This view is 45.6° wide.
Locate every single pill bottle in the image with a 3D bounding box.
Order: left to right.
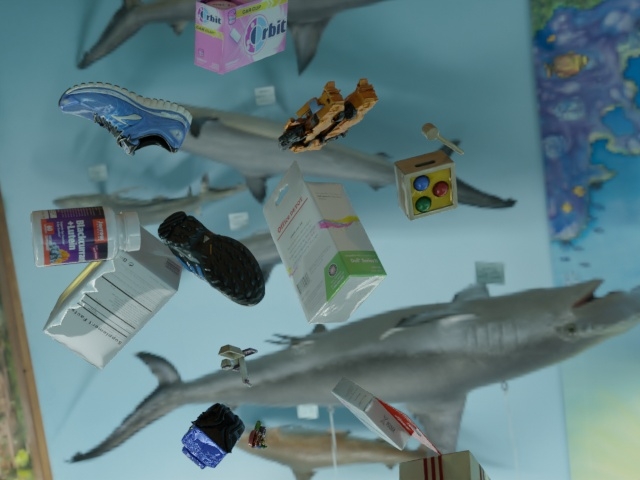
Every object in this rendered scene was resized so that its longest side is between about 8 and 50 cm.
[{"bbox_3d":[-0.449,-0.011,1.457,0.193,0.108,0.108,-6,-173,-22],"label":"pill bottle"}]

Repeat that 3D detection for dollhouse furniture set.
[{"bbox_3d":[-0.196,0.281,1.659,0.091,0.081,0.114,-21,155,19],"label":"dollhouse furniture set"}]

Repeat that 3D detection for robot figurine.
[{"bbox_3d":[0.010,-0.310,1.944,0.211,0.085,0.291,-12,169,-34],"label":"robot figurine"}]

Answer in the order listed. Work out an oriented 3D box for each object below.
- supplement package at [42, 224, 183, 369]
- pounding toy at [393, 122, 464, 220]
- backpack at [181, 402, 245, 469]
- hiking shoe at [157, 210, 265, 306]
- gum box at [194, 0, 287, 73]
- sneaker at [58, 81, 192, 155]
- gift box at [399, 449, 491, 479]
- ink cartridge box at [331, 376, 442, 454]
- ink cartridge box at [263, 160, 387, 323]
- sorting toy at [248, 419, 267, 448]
[{"bbox_3d":[-0.491,0.128,1.825,0.293,0.175,0.177,-44,-159,16],"label":"supplement package"},{"bbox_3d":[0.277,-0.172,1.826,0.181,0.206,0.094,-15,-149,-8],"label":"pounding toy"},{"bbox_3d":[-0.219,0.390,1.531,0.101,0.098,0.120,-44,-179,25],"label":"backpack"},{"bbox_3d":[-0.222,0.049,1.669,0.113,0.132,0.304,-44,-118,-14],"label":"hiking shoe"},{"bbox_3d":[-0.128,-0.363,1.291,0.062,0.107,0.188,25,-143,24],"label":"gum box"},{"bbox_3d":[-0.502,-0.301,1.936,0.330,0.147,0.130,13,167,-10],"label":"sneaker"},{"bbox_3d":[0.339,0.756,2.105,0.255,0.276,0.258,-22,-140,25],"label":"gift box"},{"bbox_3d":[0.184,0.502,2.084,0.239,0.275,0.060,26,-109,44],"label":"ink cartridge box"},{"bbox_3d":[0.000,0.000,1.837,0.119,0.353,0.207,0,143,-36],"label":"ink cartridge box"},{"bbox_3d":[-0.152,0.498,1.922,0.042,0.061,0.102,10,-168,9],"label":"sorting toy"}]
